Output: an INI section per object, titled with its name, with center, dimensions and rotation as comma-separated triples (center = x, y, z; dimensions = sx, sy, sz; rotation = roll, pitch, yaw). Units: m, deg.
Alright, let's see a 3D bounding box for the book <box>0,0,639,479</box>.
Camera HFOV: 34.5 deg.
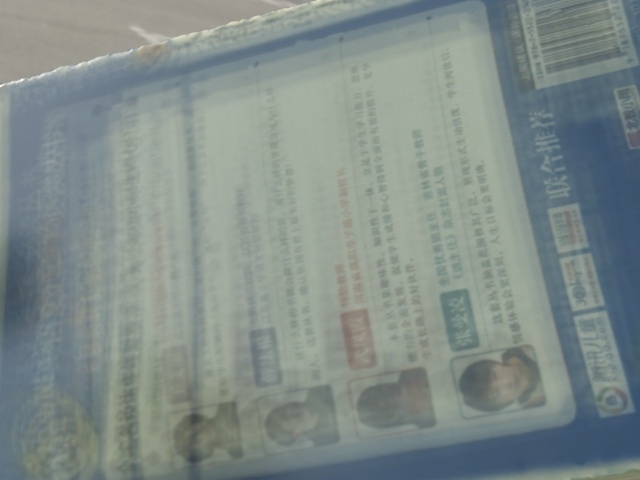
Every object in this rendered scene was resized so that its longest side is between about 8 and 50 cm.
[book]
center = 0.000, 0.000, 0.418
dimensions = 0.323, 0.228, 0.018
rotation = -11, -24, 14
